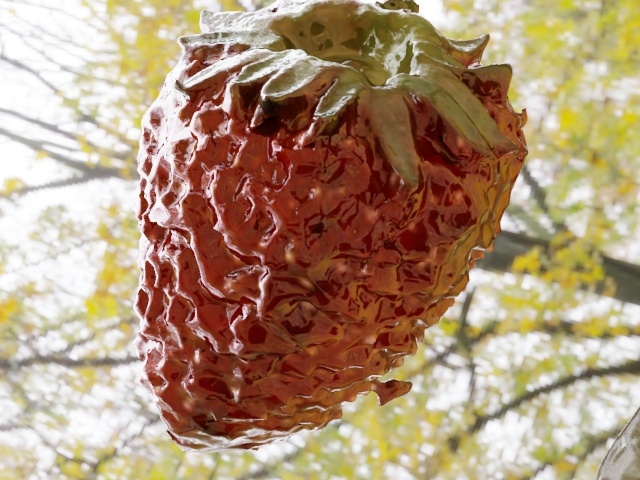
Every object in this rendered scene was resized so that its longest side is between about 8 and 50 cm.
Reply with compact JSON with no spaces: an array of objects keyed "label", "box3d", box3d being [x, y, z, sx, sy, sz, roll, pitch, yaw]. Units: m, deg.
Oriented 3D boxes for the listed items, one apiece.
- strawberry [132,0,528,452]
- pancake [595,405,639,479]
[{"label":"strawberry","box3d":[0.002,0.000,1.123,0.292,0.292,0.344,-27,-44,-38]},{"label":"pancake","box3d":[0.227,0.118,0.757,0.050,0.242,0.242,28,-99,-24]}]
